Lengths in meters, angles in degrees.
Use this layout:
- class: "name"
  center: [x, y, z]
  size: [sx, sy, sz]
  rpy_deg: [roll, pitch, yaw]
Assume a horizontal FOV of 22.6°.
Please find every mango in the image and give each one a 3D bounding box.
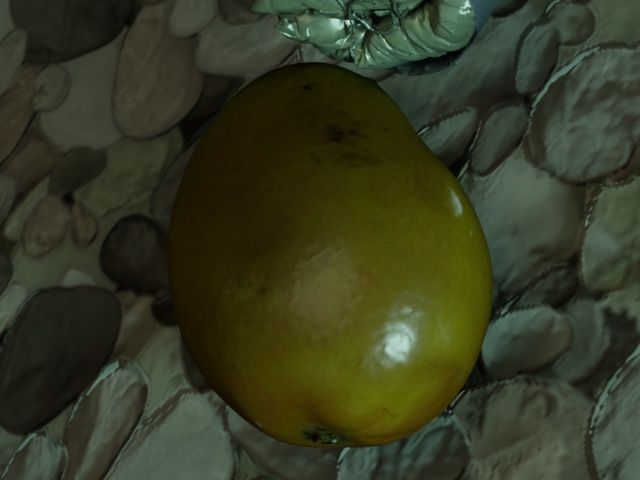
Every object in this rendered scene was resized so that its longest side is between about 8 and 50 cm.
- class: "mango"
  center: [-0.004, 0.005, 0.768]
  size: [0.151, 0.120, 0.221]
  rpy_deg: [-41, 43, 8]

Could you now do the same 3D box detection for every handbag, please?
- class: "handbag"
  center: [0.053, -0.155, 0.807]
  size: [0.117, 0.095, 0.173]
  rpy_deg: [2, 45, 41]
